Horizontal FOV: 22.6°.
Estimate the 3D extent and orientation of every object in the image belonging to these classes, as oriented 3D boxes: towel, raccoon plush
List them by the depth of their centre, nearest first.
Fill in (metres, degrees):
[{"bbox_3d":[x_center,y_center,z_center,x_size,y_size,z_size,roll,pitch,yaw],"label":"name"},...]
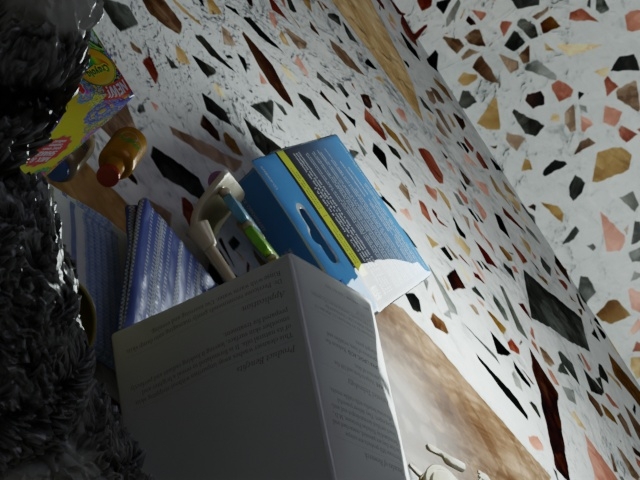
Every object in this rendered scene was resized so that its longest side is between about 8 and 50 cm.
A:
[{"bbox_3d":[-0.183,0.051,1.193,0.299,0.446,0.216,26,18,-31],"label":"raccoon plush"},{"bbox_3d":[-0.254,0.030,1.611,0.285,0.034,0.209,38,27,-37],"label":"towel"},{"bbox_3d":[-0.114,0.139,1.699,0.336,0.040,0.243,52,20,-32],"label":"towel"}]

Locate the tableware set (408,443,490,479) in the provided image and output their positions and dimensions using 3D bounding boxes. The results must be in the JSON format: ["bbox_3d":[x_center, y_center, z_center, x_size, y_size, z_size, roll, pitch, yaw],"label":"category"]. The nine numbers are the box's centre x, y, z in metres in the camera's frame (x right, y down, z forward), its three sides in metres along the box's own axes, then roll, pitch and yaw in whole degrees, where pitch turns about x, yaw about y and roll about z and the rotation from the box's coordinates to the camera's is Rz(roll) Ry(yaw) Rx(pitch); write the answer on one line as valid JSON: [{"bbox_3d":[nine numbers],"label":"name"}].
[{"bbox_3d":[0.189,0.360,2.112,0.194,0.039,0.128,33,40,-35],"label":"tableware set"}]

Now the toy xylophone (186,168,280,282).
[{"bbox_3d":[-0.050,0.062,1.857,0.323,0.081,0.236,53,-1,6],"label":"toy xylophone"}]

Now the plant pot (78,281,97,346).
[{"bbox_3d":[-0.276,0.067,1.387,0.134,0.134,0.095,36,-1,-43],"label":"plant pot"}]

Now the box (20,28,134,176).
[{"bbox_3d":[-0.371,-0.189,1.435,0.279,0.177,0.290,57,24,11],"label":"box"}]

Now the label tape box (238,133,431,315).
[{"bbox_3d":[0.000,0.000,2.150,0.249,0.115,0.347,56,22,3],"label":"label tape box"}]

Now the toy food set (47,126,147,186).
[{"bbox_3d":[-0.296,-0.142,1.674,0.232,0.111,0.104,51,19,-14],"label":"toy food set"}]

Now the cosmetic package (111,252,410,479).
[{"bbox_3d":[-0.041,0.234,1.416,0.156,0.217,0.385,30,43,-53],"label":"cosmetic package"}]
